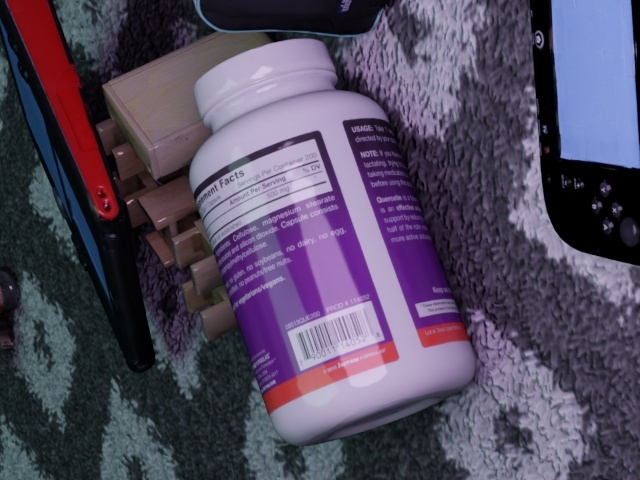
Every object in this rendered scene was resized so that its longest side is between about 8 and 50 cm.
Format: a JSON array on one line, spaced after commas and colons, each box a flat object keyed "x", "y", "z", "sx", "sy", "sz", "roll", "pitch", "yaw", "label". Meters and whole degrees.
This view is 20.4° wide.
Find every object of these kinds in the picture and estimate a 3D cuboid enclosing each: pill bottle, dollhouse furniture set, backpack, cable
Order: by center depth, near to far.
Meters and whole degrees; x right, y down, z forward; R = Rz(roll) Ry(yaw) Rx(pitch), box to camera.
[{"x": -0.032, "y": -0.255, "z": 1.471, "sx": 0.144, "sy": 0.188, "sz": 0.166, "roll": 59, "pitch": 143, "yaw": 26, "label": "backpack"}, {"x": 0.000, "y": 0.000, "z": 1.514, "sx": 0.181, "sy": 0.181, "sz": 0.323, "roll": -36, "pitch": 70, "yaw": 54, "label": "pill bottle"}, {"x": -0.100, "y": -0.073, "z": 1.722, "sx": 0.212, "sy": 0.161, "sz": 0.242, "roll": 53, "pitch": 161, "yaw": 33, "label": "dollhouse furniture set"}, {"x": -0.476, "y": 0.061, "z": 2.342, "sx": 0.287, "sy": 0.072, "sz": 0.139, "roll": 44, "pitch": 128, "yaw": 41, "label": "cable"}]

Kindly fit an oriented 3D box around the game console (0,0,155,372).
[{"x": -0.256, "y": -0.075, "z": 1.836, "sx": 0.386, "sy": 0.060, "sz": 0.342, "roll": 89, "pitch": 161, "yaw": -64, "label": "game console"}]

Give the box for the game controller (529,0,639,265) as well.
[{"x": 0.204, "y": -0.143, "z": 1.268, "sx": 0.166, "sy": 0.067, "sz": 0.319, "roll": 10, "pitch": 108, "yaw": 55, "label": "game controller"}]
